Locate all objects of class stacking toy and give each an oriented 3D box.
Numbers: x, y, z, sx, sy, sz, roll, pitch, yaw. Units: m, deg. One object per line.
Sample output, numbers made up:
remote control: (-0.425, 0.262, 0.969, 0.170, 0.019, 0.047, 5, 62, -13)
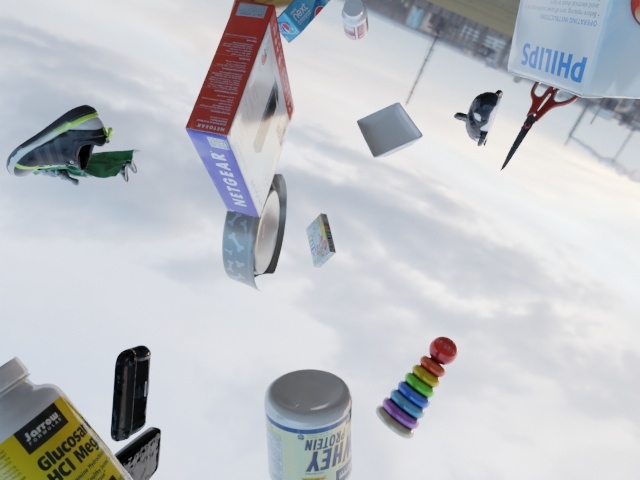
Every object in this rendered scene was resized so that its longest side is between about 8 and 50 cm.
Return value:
stacking toy: (0.318, 0.447, 1.706, 0.141, 0.330, 0.141, 36, -179, 0)

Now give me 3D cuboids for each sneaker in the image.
sneaker: (-0.501, -0.166, 1.050, 0.097, 0.234, 0.084, 57, -160, -12)

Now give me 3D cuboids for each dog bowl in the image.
dog bowl: (-0.188, -0.031, 1.590, 0.102, 0.349, 0.349, 8, -158, 8)

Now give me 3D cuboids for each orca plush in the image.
orca plush: (0.411, -0.335, 1.452, 0.102, 0.151, 0.287, 22, -165, 14)

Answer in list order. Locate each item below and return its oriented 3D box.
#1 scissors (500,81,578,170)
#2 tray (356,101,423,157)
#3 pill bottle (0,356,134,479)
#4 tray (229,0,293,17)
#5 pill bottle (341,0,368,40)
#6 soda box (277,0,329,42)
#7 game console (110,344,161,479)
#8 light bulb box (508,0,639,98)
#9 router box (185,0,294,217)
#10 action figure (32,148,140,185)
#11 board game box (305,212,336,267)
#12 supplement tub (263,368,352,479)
scissors: (0.533, -0.313, 1.403, 0.109, 0.297, 0.021, 46, -175, 20)
tray: (0.196, -0.314, 1.572, 0.270, 0.145, 0.030, -103, -14, -56)
pill bottle: (-0.496, 0.379, 0.961, 0.334, 0.187, 0.188, 55, -157, -7)
tray: (-0.146, -0.845, 1.820, 0.076, 0.203, 0.410, 14, -175, -40)
pill bottle: (0.113, -0.729, 1.796, 0.086, 0.086, 0.152, 27, 179, 8)
soda box: (-0.041, -0.644, 1.508, 0.071, 0.067, 0.210, 45, -119, -21)
game console: (-0.418, 0.412, 1.216, 0.043, 0.362, 0.213, 7, -176, 11)
light bulb box: (0.464, -0.359, 0.649, 0.357, 0.362, 0.225, 1, -155, -6)
router box: (-0.148, -0.255, 1.135, 0.082, 0.301, 0.335, 12, 160, 9)
action figure: (-0.528, -0.160, 1.199, 0.232, 0.064, 0.137, 2, -153, 6)
board game box: (0.000, 0.000, 1.844, 0.026, 0.103, 0.154, 8, -126, -33)
supplement tub: (-0.030, 0.543, 1.483, 0.235, 0.325, 0.235, -2, -161, 1)
